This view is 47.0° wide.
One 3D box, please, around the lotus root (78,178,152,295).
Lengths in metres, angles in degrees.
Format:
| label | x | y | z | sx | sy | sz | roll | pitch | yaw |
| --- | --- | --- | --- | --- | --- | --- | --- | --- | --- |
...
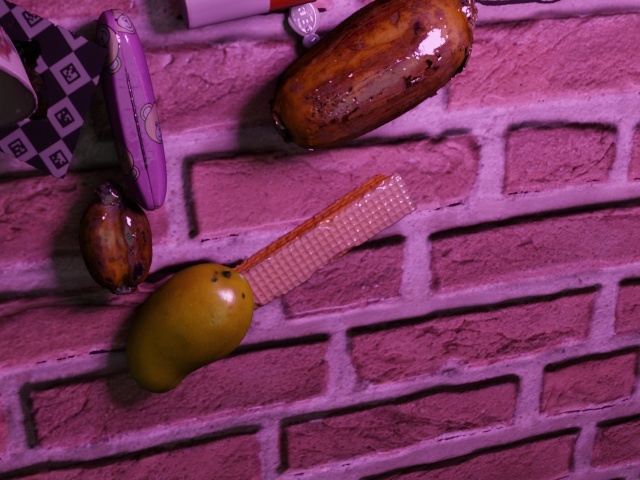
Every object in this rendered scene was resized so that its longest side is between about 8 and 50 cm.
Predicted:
| label | x | y | z | sx | sy | sz | roll | pitch | yaw |
| --- | --- | --- | --- | --- | --- | --- | --- | --- | --- |
| lotus root | -0.343 | -0.004 | 1.234 | 0.120 | 0.120 | 0.210 | -9 | 114 | -16 |

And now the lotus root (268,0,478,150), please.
| label | x | y | z | sx | sy | sz | roll | pitch | yaw |
| --- | --- | --- | --- | --- | --- | --- | --- | --- | --- |
| lotus root | 0.095 | -0.289 | 1.220 | 0.397 | 0.196 | 0.179 | -31 | 84 | 2 |

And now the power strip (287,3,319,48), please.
| label | x | y | z | sx | sy | sz | roll | pitch | yaw |
| --- | --- | --- | --- | --- | --- | --- | --- | --- | --- |
| power strip | -0.027 | -0.365 | 1.239 | 0.055 | 0.035 | 0.083 | -22 | 105 | -10 |

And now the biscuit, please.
| label | x | y | z | sx | sy | sz | roll | pitch | yaw |
| --- | --- | --- | --- | --- | --- | --- | --- | --- | --- |
| biscuit | 0.000 | 0.000 | 1.387 | 0.378 | 0.054 | 0.094 | -33 | 118 | -3 |

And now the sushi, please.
| label | x | y | z | sx | sy | sz | roll | pitch | yaw |
| --- | --- | --- | --- | --- | --- | --- | --- | --- | --- |
| sushi | -0.449 | -0.239 | 1.111 | 0.231 | 0.047 | 0.220 | 26 | 110 | -1 |

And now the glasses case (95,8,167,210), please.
| label | x | y | z | sx | sy | sz | roll | pitch | yaw |
| --- | --- | --- | --- | --- | --- | --- | --- | --- | --- |
| glasses case | -0.295 | -0.200 | 1.158 | 0.075 | 0.123 | 0.317 | -13 | 117 | -14 |

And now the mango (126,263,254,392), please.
| label | x | y | z | sx | sy | sz | roll | pitch | yaw |
| --- | --- | --- | --- | --- | --- | --- | --- | --- | --- |
| mango | -0.240 | 0.157 | 1.317 | 0.175 | 0.143 | 0.293 | 44 | 110 | -5 |

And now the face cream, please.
| label | x | y | z | sx | sy | sz | roll | pitch | yaw |
| --- | --- | --- | --- | --- | --- | --- | --- | --- | --- |
| face cream | -0.115 | -0.400 | 1.150 | 0.214 | 0.096 | 0.096 | -16 | 117 | -13 |

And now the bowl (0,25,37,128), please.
| label | x | y | z | sx | sy | sz | roll | pitch | yaw |
| --- | --- | --- | --- | --- | --- | --- | --- | --- | --- |
| bowl | -0.543 | -0.269 | 0.964 | 0.337 | 0.337 | 0.158 | 4 | 78 | -21 |
